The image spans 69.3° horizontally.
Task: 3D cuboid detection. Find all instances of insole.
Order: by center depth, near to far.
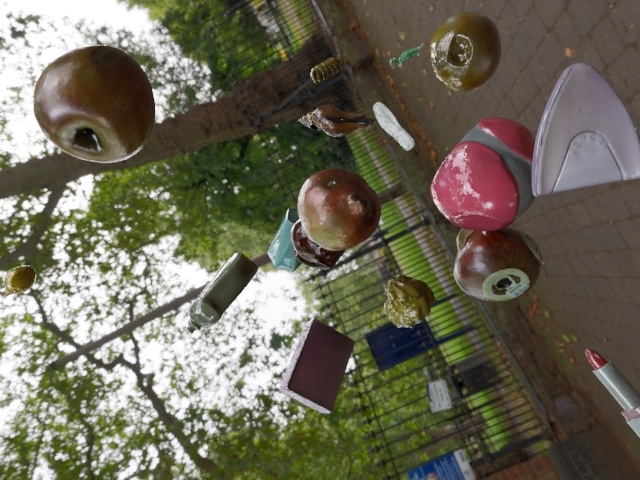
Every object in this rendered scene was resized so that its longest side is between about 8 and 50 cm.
[{"bbox_3d":[0.239,-0.375,1.523,0.192,0.063,0.010,50,-137,5],"label":"insole"}]

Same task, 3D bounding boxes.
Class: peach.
[{"bbox_3d":[0.055,-0.086,1.252,0.232,0.232,0.256,65,154,5],"label":"peach"}]

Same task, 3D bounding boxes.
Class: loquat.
[{"bbox_3d":[0.355,-0.462,1.139,0.179,0.179,0.227,63,-152,-10],"label":"loquat"}]

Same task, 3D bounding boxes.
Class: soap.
[{"bbox_3d":[-0.007,0.413,1.539,0.181,0.081,0.259,31,-123,-14],"label":"soap"}]

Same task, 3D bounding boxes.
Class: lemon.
[{"bbox_3d":[-0.760,0.102,1.168,0.065,0.092,0.065,35,171,6],"label":"lemon"}]

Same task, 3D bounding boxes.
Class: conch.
[{"bbox_3d":[0.037,-0.355,1.363,0.232,0.086,0.080,21,174,35],"label":"conch"}]

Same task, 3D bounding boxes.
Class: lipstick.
[{"bbox_3d":[0.612,0.299,0.943,0.186,0.057,0.063,57,147,22],"label":"lipstick"}]

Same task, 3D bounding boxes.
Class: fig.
[{"bbox_3d":[0.001,-0.001,1.495,0.205,0.205,0.205,62,-172,-16],"label":"fig"}]

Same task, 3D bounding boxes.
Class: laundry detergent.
[{"bbox_3d":[-0.291,0.156,1.316,0.091,0.253,0.181,42,158,-12],"label":"laundry detergent"}]

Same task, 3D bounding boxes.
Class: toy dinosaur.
[{"bbox_3d":[0.192,-0.422,1.049,0.083,0.062,0.021,124,131,-75],"label":"toy dinosaur"}]

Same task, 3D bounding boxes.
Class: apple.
[{"bbox_3d":[-0.446,-0.277,0.928,0.237,0.237,0.208,53,-144,-55],"label":"apple"}]

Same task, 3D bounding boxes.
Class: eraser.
[{"bbox_3d":[0.513,-0.222,0.912,0.059,0.204,0.243,-61,-40,-74],"label":"eraser"}]

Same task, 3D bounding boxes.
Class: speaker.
[{"bbox_3d":[0.430,-0.173,1.192,0.294,0.294,0.294,62,-172,-16],"label":"speaker"}]

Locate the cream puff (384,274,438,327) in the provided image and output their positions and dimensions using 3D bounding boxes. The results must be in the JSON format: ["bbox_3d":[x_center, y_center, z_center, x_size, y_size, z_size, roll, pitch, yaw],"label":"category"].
[{"bbox_3d":[0.243,0.168,1.319,0.121,0.156,0.156,46,-161,-78],"label":"cream puff"}]

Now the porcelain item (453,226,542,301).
[{"bbox_3d":[0.497,0.048,1.331,0.253,0.253,0.253,62,-172,-16],"label":"porcelain item"}]

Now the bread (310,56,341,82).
[{"bbox_3d":[0.016,-0.447,1.220,0.049,0.088,0.034,58,-171,-54],"label":"bread"}]

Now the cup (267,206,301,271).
[{"bbox_3d":[-0.106,-0.010,1.720,0.134,0.236,0.148,31,-133,10],"label":"cup"}]
